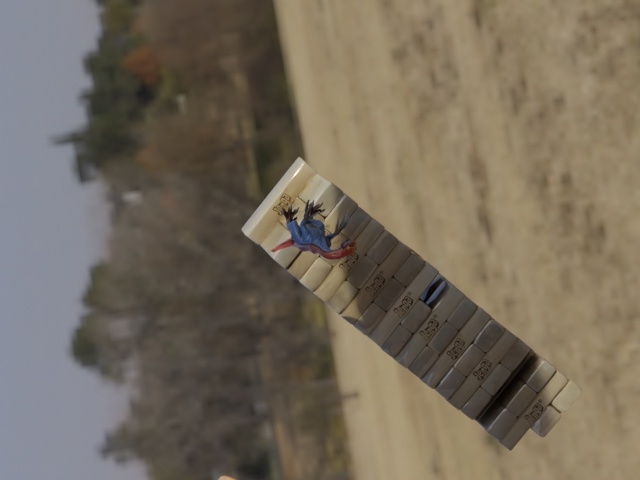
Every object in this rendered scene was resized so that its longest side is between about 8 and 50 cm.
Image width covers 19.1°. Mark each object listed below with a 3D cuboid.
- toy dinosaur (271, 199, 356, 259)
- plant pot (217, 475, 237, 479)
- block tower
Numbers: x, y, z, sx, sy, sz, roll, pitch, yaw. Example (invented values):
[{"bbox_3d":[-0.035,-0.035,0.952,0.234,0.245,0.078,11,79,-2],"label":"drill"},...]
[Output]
[{"bbox_3d":[0.000,0.000,1.563,0.082,0.047,0.090,-114,32,-45],"label":"toy dinosaur"},{"bbox_3d":[-0.007,0.332,1.359,0.203,0.291,0.291,-56,-4,-9],"label":"plant pot"},{"bbox_3d":[0.086,0.065,1.768,0.335,0.091,0.097,39,-179,-16],"label":"block tower"}]
